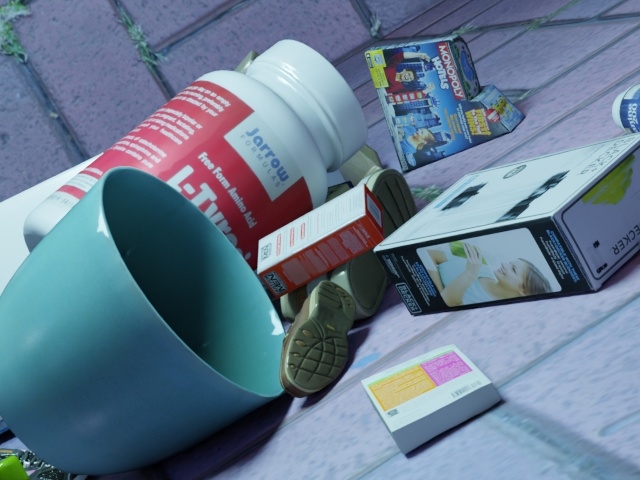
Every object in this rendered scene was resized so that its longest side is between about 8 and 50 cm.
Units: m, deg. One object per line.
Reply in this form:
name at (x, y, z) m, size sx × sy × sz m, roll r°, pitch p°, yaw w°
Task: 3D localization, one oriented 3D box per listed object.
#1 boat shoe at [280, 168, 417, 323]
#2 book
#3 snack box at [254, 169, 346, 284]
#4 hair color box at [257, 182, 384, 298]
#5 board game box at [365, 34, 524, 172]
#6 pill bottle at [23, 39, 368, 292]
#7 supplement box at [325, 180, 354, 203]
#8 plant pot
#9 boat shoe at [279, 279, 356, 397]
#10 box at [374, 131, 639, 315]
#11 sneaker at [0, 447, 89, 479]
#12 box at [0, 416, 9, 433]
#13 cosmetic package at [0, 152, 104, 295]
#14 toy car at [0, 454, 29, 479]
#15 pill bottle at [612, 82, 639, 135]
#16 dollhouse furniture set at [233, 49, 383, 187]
boat shoe at (0.034, 0.005, 1.941) m, size 0.103 × 0.113 × 0.302 m, roll -18°, pitch 17°, yaw 25°
book at (0.096, 0.135, 1.457) m, size 0.096 × 0.035 × 0.144 m, roll -27°, pitch 12°, yaw -2°
snack box at (-0.062, -0.070, 2.242) m, size 0.174 × 0.207 × 0.070 m, roll -37°, pitch 14°, yaw -28°
hair color box at (0.000, 0.000, 1.815) m, size 0.141 × 0.043 × 0.072 m, roll -28°, pitch 28°, yaw 17°
board game box at (0.184, -0.202, 2.355) m, size 0.194 × 0.194 × 0.060 m, roll -4°, pitch 26°, yaw 33°
pill bottle at (-0.142, -0.060, 2.017) m, size 0.407 × 0.229 × 0.229 m, roll -41°, pitch 15°, yaw -21°
supplement box at (0.017, -0.019, 2.144) m, size 0.056 × 0.083 × 0.083 m, roll -15°, pitch 19°, yaw 44°
plant pot at (-0.211, 0.108, 1.727) m, size 0.235 × 0.293 × 0.293 m, roll -38°, pitch 9°, yaw 16°
boat shoe at (-0.009, 0.113, 1.729) m, size 0.060 × 0.064 × 0.178 m, roll -48°, pitch 10°, yaw 32°
box at (0.209, -0.014, 1.666) m, size 0.169 × 0.087 × 0.290 m, roll -37°, pitch 14°, yaw -31°
sneaker at (-0.333, 0.262, 1.834) m, size 0.178 × 0.077 × 0.072 m, roll -27°, pitch 13°, yaw 8°
box at (-0.431, 0.215, 2.298) m, size 0.159 × 0.044 × 0.233 m, roll -29°, pitch 9°, yaw 19°
cosmetic package at (-0.394, 0.056, 2.198) m, size 0.365 × 0.197 × 0.155 m, roll -27°, pitch -13°, yaw 4°
toy car at (-0.279, 0.277, 1.499) m, size 0.149 × 0.155 × 0.188 m, roll -29°, pitch 2°, yaw 3°
pill bottle at (0.376, -0.145, 1.859) m, size 0.067 × 0.067 × 0.120 m, roll -32°, pitch 12°, yaw -10°
dollhouse furniture set at (-0.130, -0.046, 2.458) m, size 0.394 × 0.256 × 0.362 m, roll -50°, pitch 9°, yaw 9°
